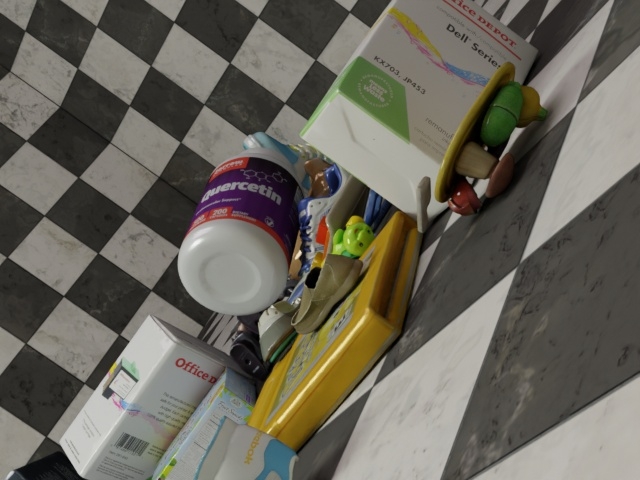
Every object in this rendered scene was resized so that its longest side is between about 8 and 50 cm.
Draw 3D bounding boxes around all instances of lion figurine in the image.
[{"bbox_3d":[-0.020,-0.002,2.007,0.240,0.142,0.392,-86,17,-65],"label":"lion figurine"}]

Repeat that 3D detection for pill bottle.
[{"bbox_3d":[-0.126,-0.030,1.777,0.181,0.181,0.323,-51,16,31],"label":"pill bottle"}]

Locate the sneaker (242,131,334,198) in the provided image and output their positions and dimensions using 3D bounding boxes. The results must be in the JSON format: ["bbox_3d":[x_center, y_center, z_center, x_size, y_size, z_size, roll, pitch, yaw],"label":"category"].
[{"bbox_3d":[-0.007,-0.183,2.143,0.208,0.319,0.127,-48,47,5],"label":"sneaker"}]

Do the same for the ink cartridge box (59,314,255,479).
[{"bbox_3d":[-0.280,0.296,1.791,0.278,0.201,0.117,-54,41,2],"label":"ink cartridge box"}]

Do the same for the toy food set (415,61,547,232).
[{"bbox_3d":[0.184,-0.090,1.115,0.218,0.071,0.128,-55,-18,-24],"label":"toy food set"}]

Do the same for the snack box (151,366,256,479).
[{"bbox_3d":[-0.188,0.319,1.674,0.207,0.070,0.174,-55,5,1],"label":"snack box"}]

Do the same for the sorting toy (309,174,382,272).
[{"bbox_3d":[0.025,-0.006,1.543,0.348,0.047,0.196,-60,-18,-46],"label":"sorting toy"}]

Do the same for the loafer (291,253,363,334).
[{"bbox_3d":[0.000,0.061,1.272,0.148,0.050,0.056,-51,6,40],"label":"loafer"}]

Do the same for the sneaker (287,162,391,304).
[{"bbox_3d":[0.000,0.000,1.709,0.296,0.131,0.112,-59,9,-30],"label":"sneaker"}]

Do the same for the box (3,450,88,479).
[{"bbox_3d":[-0.545,0.580,1.908,0.293,0.212,0.395,-48,-2,-7],"label":"box"}]

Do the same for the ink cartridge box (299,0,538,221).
[{"bbox_3d":[0.149,-0.218,1.366,0.353,0.207,0.119,-59,7,-36],"label":"ink cartridge box"}]

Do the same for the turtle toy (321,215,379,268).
[{"bbox_3d":[0.051,0.018,1.409,0.095,0.066,0.130,-57,-27,-22],"label":"turtle toy"}]

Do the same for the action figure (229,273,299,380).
[{"bbox_3d":[-0.104,0.152,1.876,0.185,0.099,0.285,-61,1,11],"label":"action figure"}]

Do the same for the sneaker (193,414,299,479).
[{"bbox_3d":[-0.083,0.277,1.040,0.087,0.092,0.229,-64,-9,-47],"label":"sneaker"}]

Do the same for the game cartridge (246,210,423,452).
[{"bbox_3d":[0.003,0.140,1.269,0.324,0.052,0.285,-50,7,25],"label":"game cartridge"}]

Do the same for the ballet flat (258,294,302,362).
[{"bbox_3d":[-0.057,0.125,1.507,0.072,0.068,0.213,-52,-9,16],"label":"ballet flat"}]
